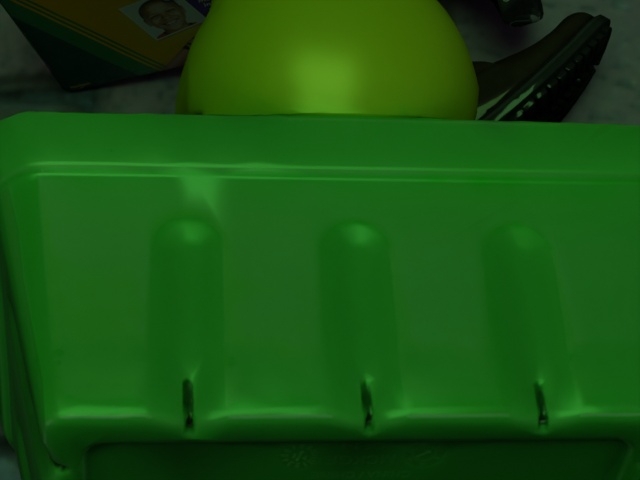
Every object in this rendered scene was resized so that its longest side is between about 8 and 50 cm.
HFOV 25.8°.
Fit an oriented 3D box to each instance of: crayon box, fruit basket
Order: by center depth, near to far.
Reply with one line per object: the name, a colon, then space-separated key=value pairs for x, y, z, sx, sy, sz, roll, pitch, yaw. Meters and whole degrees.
fruit basket: x=0.000 y=0.000 z=0.781 sx=0.392 sy=0.283 sz=0.392 roll=4 pitch=43 yaw=-4
crayon box: x=-0.068 y=-0.199 z=0.908 sx=0.278 sy=0.165 sz=0.081 roll=-13 pitch=65 yaw=7

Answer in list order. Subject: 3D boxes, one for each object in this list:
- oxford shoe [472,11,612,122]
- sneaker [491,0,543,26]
oxford shoe: x=0.101 y=-0.095 z=0.937 sx=0.227 sy=0.083 sz=0.096 roll=-37 pitch=67 yaw=-17
sneaker: x=0.101 y=-0.205 z=0.995 sx=0.077 sy=0.072 sz=0.178 roll=-23 pitch=43 yaw=4
